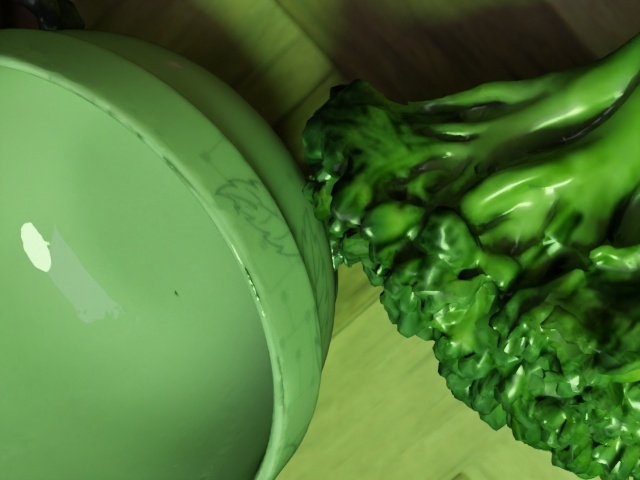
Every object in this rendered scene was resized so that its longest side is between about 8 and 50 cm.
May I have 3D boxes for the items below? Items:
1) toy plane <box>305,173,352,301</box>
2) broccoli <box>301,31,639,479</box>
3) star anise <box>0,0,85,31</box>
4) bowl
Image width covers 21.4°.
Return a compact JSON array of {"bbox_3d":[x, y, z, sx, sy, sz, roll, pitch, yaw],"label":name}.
[{"bbox_3d":[0.000,0.000,0.953,0.079,0.031,0.083,-4,106,19],"label":"toy plane"},{"bbox_3d":[0.151,-0.012,0.813,0.288,0.248,0.245,34,91,-28],"label":"broccoli"},{"bbox_3d":[-0.191,-0.194,0.910,0.257,0.110,0.198,-37,94,31],"label":"star anise"},{"bbox_3d":[-0.110,0.009,0.909,0.287,0.144,0.287,16,125,24],"label":"bowl"}]
